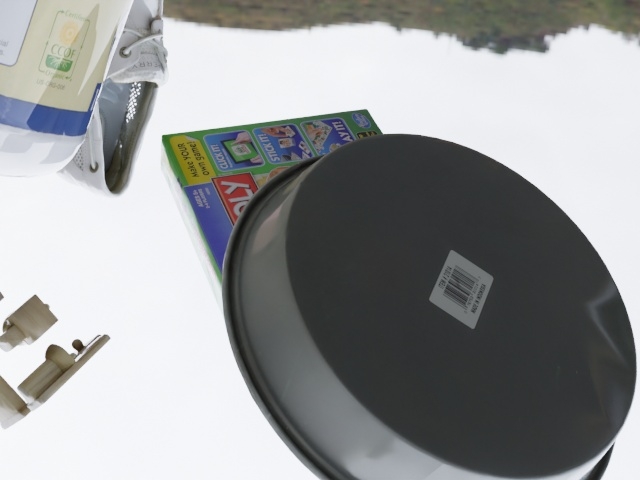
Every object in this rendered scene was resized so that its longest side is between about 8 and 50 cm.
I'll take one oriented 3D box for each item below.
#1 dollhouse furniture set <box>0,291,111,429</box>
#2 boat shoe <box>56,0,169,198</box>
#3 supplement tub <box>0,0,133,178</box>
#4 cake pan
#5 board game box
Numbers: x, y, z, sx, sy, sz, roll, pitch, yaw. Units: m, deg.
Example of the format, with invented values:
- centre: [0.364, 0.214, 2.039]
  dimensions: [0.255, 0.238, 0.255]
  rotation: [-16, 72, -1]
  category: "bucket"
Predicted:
- centre: [-0.292, 0.075, 1.103]
  dimensions: [0.151, 0.144, 0.123]
  rotation: [50, -132, -8]
  category: "dollhouse furniture set"
- centre: [-0.184, -0.173, 1.072]
  dimensions: [0.098, 0.277, 0.096]
  rotation: [-8, -153, -45]
  category: "boat shoe"
- centre: [-0.199, -0.216, 0.630]
  dimensions: [0.228, 0.316, 0.228]
  rotation: [21, -172, -3]
  category: "supplement tub"
- centre: [0.082, 0.046, 0.720]
  dimensions: [0.293, 0.054, 0.293]
  rotation: [15, -130, -19]
  category: "cake pan"
- centre: [0.000, 0.000, 0.998]
  dimensions: [0.214, 0.046, 0.317]
  rotation: [-9, -137, -20]
  category: "board game box"
